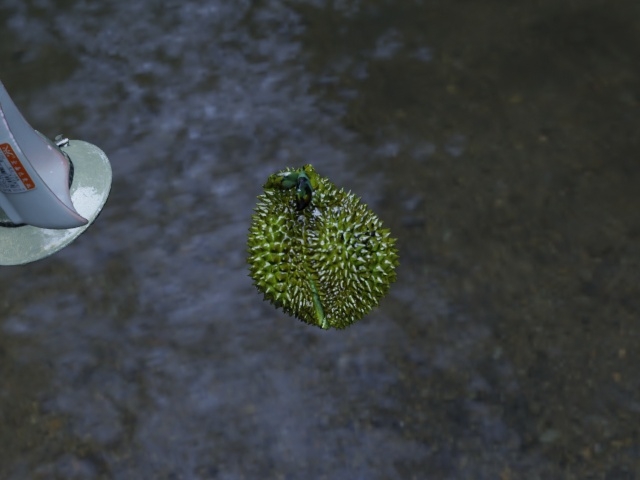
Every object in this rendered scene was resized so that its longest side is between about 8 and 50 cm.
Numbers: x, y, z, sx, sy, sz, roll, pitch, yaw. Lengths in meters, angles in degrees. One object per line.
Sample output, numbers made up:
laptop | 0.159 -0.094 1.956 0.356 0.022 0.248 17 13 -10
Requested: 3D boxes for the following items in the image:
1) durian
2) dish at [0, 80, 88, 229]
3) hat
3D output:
durian | -0.007 0.008 1.423 0.159 0.198 0.146 -42 11 23
dish | -0.344 -0.105 1.352 0.077 0.212 0.151 -29 39 -1
hat | -0.463 -0.098 1.929 0.257 0.130 0.257 -11 49 14
